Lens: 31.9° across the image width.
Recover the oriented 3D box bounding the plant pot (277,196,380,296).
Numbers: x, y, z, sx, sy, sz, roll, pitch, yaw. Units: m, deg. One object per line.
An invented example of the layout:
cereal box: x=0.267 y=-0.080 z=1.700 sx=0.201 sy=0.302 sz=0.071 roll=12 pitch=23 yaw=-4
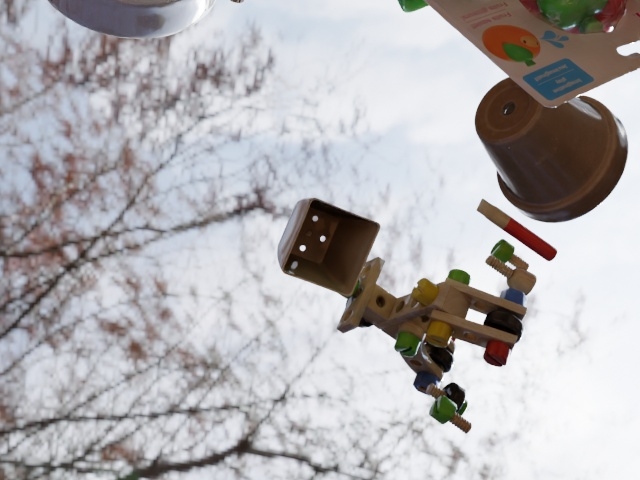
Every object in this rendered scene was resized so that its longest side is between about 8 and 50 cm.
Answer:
plant pot: x=0.000 y=0.000 z=1.531 sx=0.109 sy=0.109 sz=0.096 roll=21 pitch=-175 yaw=-22

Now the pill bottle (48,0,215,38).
pill bottle: x=-0.098 y=-0.275 z=0.650 sx=0.176 sy=0.318 sz=0.176 roll=7 pitch=-126 yaw=-10

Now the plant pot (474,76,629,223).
plant pot: x=0.409 y=-0.195 z=2.101 sx=0.229 sy=0.263 sz=0.263 roll=34 pitch=-171 yaw=-40

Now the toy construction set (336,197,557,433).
toy construction set: x=0.166 y=0.074 z=1.636 sx=0.237 sy=0.308 sz=0.257 roll=35 pitch=175 yaw=-10

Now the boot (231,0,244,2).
boot: x=-0.137 y=-0.378 z=1.421 sx=0.085 sy=0.157 sz=0.059 roll=11 pitch=-143 yaw=43

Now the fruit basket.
fruit basket: x=0.230 y=-0.298 z=1.162 sx=0.327 sy=0.165 sz=0.353 roll=-24 pitch=-129 yaw=-30
